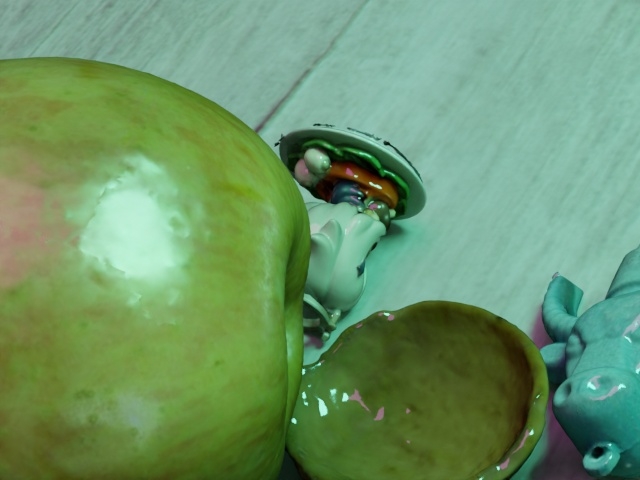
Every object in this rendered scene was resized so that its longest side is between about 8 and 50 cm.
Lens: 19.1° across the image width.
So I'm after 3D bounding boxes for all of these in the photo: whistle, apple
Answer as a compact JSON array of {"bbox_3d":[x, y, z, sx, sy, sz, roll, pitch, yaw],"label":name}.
[{"bbox_3d":[0.237,0.069,1.375,0.186,0.093,0.274,-18,30,39],"label":"whistle"},{"bbox_3d":[-0.180,0.062,1.298,0.347,0.391,0.391,0,44,11],"label":"apple"}]

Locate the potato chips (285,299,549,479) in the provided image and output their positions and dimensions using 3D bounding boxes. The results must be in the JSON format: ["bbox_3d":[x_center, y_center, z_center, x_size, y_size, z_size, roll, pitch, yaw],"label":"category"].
[{"bbox_3d":[0.070,0.131,1.370,0.208,0.062,0.195,-12,45,22],"label":"potato chips"}]

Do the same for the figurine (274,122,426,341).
[{"bbox_3d":[0.000,0.000,1.514,0.132,0.132,0.153,10,62,26],"label":"figurine"}]
